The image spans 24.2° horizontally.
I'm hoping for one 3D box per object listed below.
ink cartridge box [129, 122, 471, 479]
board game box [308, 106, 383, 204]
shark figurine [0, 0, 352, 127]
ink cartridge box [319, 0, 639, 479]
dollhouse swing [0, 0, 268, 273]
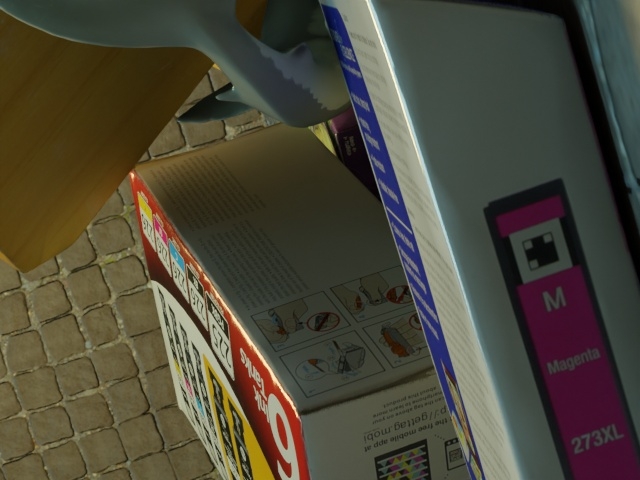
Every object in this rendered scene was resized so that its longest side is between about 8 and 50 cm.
[{"bbox_3d":[0.004,0.114,0.938,0.309,0.130,0.272,-131,28,-55],"label":"ink cartridge box"},{"bbox_3d":[0.015,-0.081,1.151,0.347,0.056,0.208,-113,1,-56],"label":"board game box"},{"bbox_3d":[-0.031,-0.083,0.681,0.166,0.116,0.278,65,-158,-10],"label":"shark figurine"},{"bbox_3d":[0.068,0.019,0.553,0.176,0.069,0.371,-117,6,-78],"label":"ink cartridge box"},{"bbox_3d":[-0.169,-0.213,0.846,0.315,0.305,0.347,49,172,13],"label":"dollhouse swing"}]
